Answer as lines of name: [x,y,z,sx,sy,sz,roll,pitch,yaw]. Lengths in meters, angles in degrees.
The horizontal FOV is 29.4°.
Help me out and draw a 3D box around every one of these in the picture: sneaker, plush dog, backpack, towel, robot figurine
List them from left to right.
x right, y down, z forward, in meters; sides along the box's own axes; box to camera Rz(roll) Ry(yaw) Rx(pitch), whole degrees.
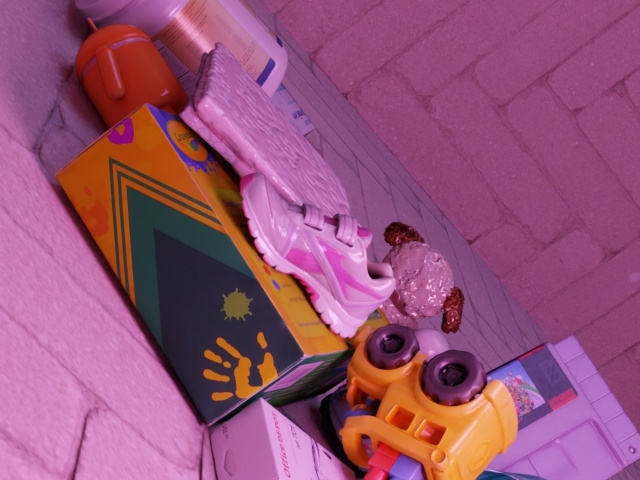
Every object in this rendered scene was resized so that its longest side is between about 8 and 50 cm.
robot figurine: [-0.279,-0.229,1.799,0.158,0.128,0.219,-17,69,-46]
towel: [-0.064,-0.112,1.685,0.317,0.053,0.332,48,14,-16]
sneaker: [0.000,0.000,1.496,0.252,0.111,0.103,47,16,-26]
backpack: [0.091,0.247,1.708,0.115,0.182,0.152,-20,77,-50]
plush dog: [0.127,0.093,2.129,0.262,0.225,0.211,56,14,12]

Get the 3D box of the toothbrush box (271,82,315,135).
toothbrush box: [-0.159,-0.286,2.344,0.295,0.126,0.216,54,14,-3]

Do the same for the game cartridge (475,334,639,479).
game cartridge: [0.313,0.297,1.840,0.355,0.068,0.230,-22,77,-33]

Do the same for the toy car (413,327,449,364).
toy car: [0.135,0.226,1.981,0.136,0.159,0.182,29,27,-42]

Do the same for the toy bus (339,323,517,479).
toy bus: [0.099,0.236,1.498,0.220,0.211,0.149,23,-31,33]

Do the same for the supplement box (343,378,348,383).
supplement box: [0.029,0.181,1.992,0.062,0.036,0.098,43,17,-36]

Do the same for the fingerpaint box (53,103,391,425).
fingerpaint box: [-0.107,0.035,1.642,0.371,0.163,0.445,57,14,11]

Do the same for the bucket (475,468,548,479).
bucket: [0.235,0.428,1.581,0.281,0.281,0.183,58,17,21]

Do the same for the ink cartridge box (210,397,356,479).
ink cartridge box: [-0.031,0.295,1.423,0.190,0.082,0.139,45,15,-35]

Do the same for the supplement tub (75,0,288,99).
supplement tub: [-0.230,-0.348,2.041,0.316,0.228,0.228,45,16,-30]
